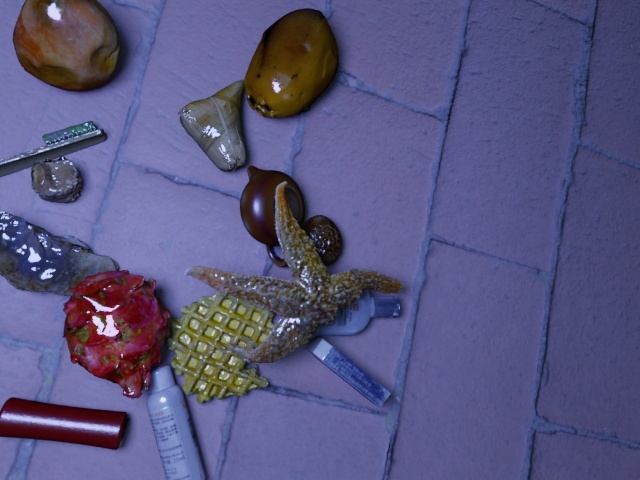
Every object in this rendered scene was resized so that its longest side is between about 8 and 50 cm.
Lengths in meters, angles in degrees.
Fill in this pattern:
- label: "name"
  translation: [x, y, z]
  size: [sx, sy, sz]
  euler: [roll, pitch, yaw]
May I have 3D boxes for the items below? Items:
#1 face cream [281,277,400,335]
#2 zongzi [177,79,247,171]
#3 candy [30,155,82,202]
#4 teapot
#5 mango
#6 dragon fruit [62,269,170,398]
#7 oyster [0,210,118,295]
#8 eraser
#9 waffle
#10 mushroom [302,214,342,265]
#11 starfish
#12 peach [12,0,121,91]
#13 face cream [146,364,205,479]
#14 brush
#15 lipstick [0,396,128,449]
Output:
- label: "face cream"
  translation: [0.052, 0.162, 1.171]
  size: [0.292, 0.071, 0.143]
  euler: [1, 86, -14]
- label: "zongzi"
  translation: [-0.211, -0.278, 1.143]
  size: [0.197, 0.099, 0.194]
  euler: [-38, 94, -22]
- label: "candy"
  translation: [-0.565, -0.124, 1.023]
  size: [0.096, 0.110, 0.085]
  euler: [-5, 76, -26]
- label: "teapot"
  translation: [-0.121, -0.056, 1.133]
  size: [0.178, 0.135, 0.251]
  euler: [-26, 111, -44]
- label: "mango"
  translation: [-0.069, -0.425, 1.163]
  size: [0.201, 0.152, 0.287]
  euler: [29, 76, -5]
- label: "dragon fruit"
  translation: [-0.414, 0.192, 0.984]
  size: [0.205, 0.210, 0.267]
  euler: [-17, 84, -44]
- label: "oyster"
  translation: [-0.610, 0.022, 0.992]
  size: [0.341, 0.110, 0.166]
  euler: [41, 81, -21]
- label: "eraser"
  translation: [0.064, 0.314, 1.150]
  size: [0.213, 0.092, 0.046]
  euler: [40, 77, -6]
- label: "waffle"
  translation: [-0.216, 0.236, 1.103]
  size: [0.262, 0.056, 0.249]
  euler: [-15, 87, -13]
- label: "mushroom"
  translation: [0.004, 0.000, 1.169]
  size: [0.109, 0.085, 0.126]
  euler: [-36, 109, -14]
- label: "starfish"
  translation: [-0.053, 0.101, 1.034]
  size: [0.398, 0.132, 0.383]
  euler: [-41, 105, -7]
- label: "peach"
  translation: [-0.531, -0.437, 1.003]
  size: [0.215, 0.235, 0.214]
  euler: [5, 78, -23]
- label: "face cream"
  translation: [-0.324, 0.406, 1.042]
  size: [0.082, 0.082, 0.268]
  euler: [-14, 88, -16]
- label: "brush"
  translation: [-0.619, -0.198, 1.045]
  size: [0.283, 0.054, 0.048]
  euler: [-26, 82, -16]
- label: "lipstick"
  translation: [-0.532, 0.381, 0.992]
  size: [0.241, 0.080, 0.080]
  euler: [14, 81, -13]
